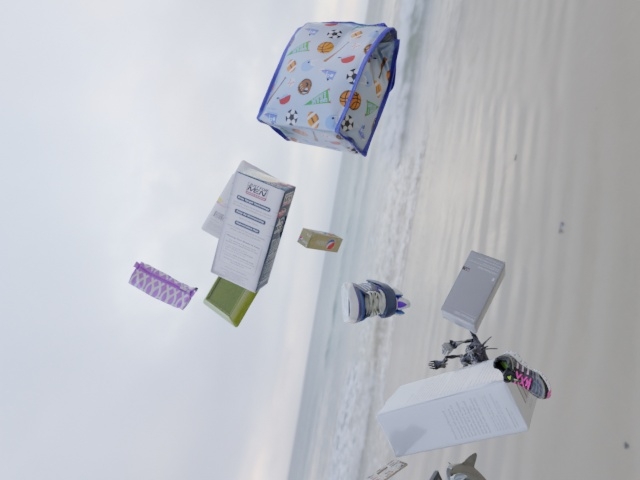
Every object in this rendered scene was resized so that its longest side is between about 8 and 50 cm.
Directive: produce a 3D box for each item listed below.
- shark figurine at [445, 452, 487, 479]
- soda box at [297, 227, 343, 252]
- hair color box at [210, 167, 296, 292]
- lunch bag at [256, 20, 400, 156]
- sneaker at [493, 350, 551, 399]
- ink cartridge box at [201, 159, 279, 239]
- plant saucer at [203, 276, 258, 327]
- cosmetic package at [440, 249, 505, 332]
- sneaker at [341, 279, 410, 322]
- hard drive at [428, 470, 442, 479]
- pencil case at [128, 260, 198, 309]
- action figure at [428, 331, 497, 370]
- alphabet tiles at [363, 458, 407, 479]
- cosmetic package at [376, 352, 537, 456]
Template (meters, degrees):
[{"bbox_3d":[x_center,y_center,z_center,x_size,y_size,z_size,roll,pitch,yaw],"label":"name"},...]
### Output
[{"bbox_3d":[0.457,0.725,1.646,0.116,0.278,0.166,-54,44,6],"label":"shark figurine"},{"bbox_3d":[0.000,0.000,1.952,0.181,0.058,0.061,9,-72,-49],"label":"soda box"},{"bbox_3d":[-0.213,-0.032,1.633,0.105,0.173,0.348,-36,-33,-66],"label":"hair color box"},{"bbox_3d":[0.040,-0.485,1.599,0.239,0.327,0.386,25,-98,-59],"label":"lunch bag"},{"bbox_3d":[0.502,0.344,1.312,0.170,0.074,0.063,-133,42,-54],"label":"sneaker"},{"bbox_3d":[-0.340,-0.149,2.279,0.354,0.207,0.119,-60,-2,-5],"label":"ink cartridge box"},{"bbox_3d":[-0.344,0.199,1.949,0.189,0.188,0.045,-60,-25,0],"label":"plant saucer"},{"bbox_3d":[0.506,0.169,1.717,0.238,0.127,0.107,-59,-28,-16],"label":"cosmetic package"},{"bbox_3d":[0.192,0.203,1.744,0.323,0.236,0.130,151,120,-89],"label":"sneaker"},{"bbox_3d":[0.457,0.973,1.996,0.094,0.022,0.135,-28,-87,-53],"label":"hard drive"},{"bbox_3d":[-0.490,0.141,1.613,0.088,0.206,0.086,-45,22,55],"label":"pencil case"},{"bbox_3d":[0.529,0.450,1.942,0.276,0.140,0.164,-52,56,43],"label":"action figure"},{"bbox_3d":[0.154,0.757,1.618,0.009,0.237,0.198,57,167,14],"label":"alphabet tiles"},{"bbox_3d":[0.435,0.530,1.666,0.230,0.453,0.162,-22,-94,-58],"label":"cosmetic package"}]
